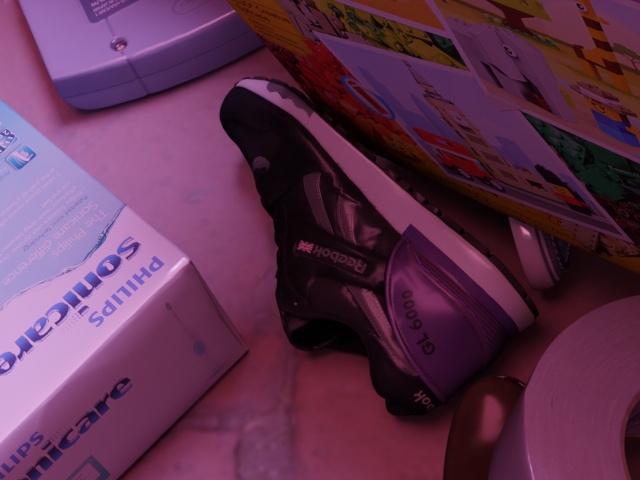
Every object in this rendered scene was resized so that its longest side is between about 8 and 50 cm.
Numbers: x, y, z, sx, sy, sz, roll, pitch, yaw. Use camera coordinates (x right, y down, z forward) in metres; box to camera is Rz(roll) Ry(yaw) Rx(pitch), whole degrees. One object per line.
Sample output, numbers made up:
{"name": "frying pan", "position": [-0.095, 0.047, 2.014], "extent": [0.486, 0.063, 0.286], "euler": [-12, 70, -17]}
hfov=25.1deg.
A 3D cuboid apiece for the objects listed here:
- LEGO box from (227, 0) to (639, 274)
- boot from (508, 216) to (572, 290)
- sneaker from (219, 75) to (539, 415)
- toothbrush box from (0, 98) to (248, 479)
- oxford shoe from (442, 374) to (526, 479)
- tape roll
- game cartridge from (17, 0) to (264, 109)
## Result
{"name": "LEGO box", "position": [0.133, -0.153, 0.711], "extent": [0.193, 0.372, 0.500], "euler": [-52, 42, -9]}
{"name": "boot", "position": [0.167, -0.058, 0.943], "extent": [0.086, 0.069, 0.190], "euler": [-11, 55, 18]}
{"name": "sneaker", "position": [0.000, 0.000, 0.945], "extent": [0.124, 0.107, 0.283], "euler": [-45, 55, -4]}
{"name": "toothbrush box", "position": [-0.232, 0.041, 0.978], "extent": [0.216, 0.126, 0.295], "euler": [-45, 56, -13]}
{"name": "oxford shoe", "position": [0.103, 0.169, 0.807], "extent": [0.083, 0.096, 0.227], "euler": [-9, 55, 15]}
{"name": "tape roll", "position": [0.202, 0.134, 0.758], "extent": [0.219, 0.072, 0.219], "euler": [6, 51, -7]}
{"name": "game cartridge", "position": [-0.096, -0.226, 1.148], "extent": [0.294, 0.060, 0.196], "euler": [-27, 51, 0]}
